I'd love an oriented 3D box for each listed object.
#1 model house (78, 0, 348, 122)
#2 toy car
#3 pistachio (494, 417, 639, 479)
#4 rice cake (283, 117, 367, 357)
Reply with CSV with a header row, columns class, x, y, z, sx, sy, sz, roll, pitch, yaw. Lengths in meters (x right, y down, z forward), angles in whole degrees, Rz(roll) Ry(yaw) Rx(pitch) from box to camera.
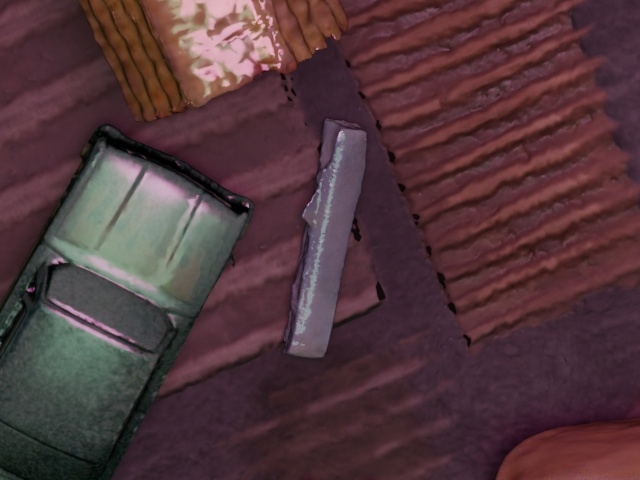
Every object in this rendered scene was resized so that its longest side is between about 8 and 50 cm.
class,x,y,z,sx,sy,sz,roll,pitch,yaw
model house,-0.086,-0.187,0.912,0.160,0.254,0.196,-22,102,5
toy car,-0.173,0.086,1.045,0.141,0.097,0.321,28,100,-10
pistachio,0.238,0.200,1.076,0.229,0.157,0.157,3,102,2
rice cake,0.000,0.000,1.070,0.042,0.030,0.180,7,102,-19
